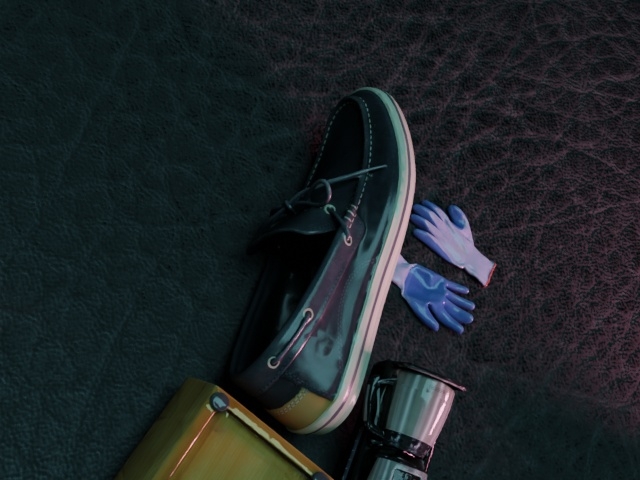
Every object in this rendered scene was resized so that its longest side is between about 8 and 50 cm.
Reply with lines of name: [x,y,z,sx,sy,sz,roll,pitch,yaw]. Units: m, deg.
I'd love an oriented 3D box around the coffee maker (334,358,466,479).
coffee maker: [0.097,0.253,1.757,0.120,0.171,0.178,20,78,3]

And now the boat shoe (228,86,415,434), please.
boat shoe: [0.000,0.000,1.788,0.156,0.187,0.500,27,61,-25]

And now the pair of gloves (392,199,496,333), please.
pair of gloves: [0.173,0.033,1.974,0.159,0.023,0.198,40,54,-9]

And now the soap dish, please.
soap dish: [-0.130,0.324,1.591,0.229,0.118,0.291,41,54,-9]
